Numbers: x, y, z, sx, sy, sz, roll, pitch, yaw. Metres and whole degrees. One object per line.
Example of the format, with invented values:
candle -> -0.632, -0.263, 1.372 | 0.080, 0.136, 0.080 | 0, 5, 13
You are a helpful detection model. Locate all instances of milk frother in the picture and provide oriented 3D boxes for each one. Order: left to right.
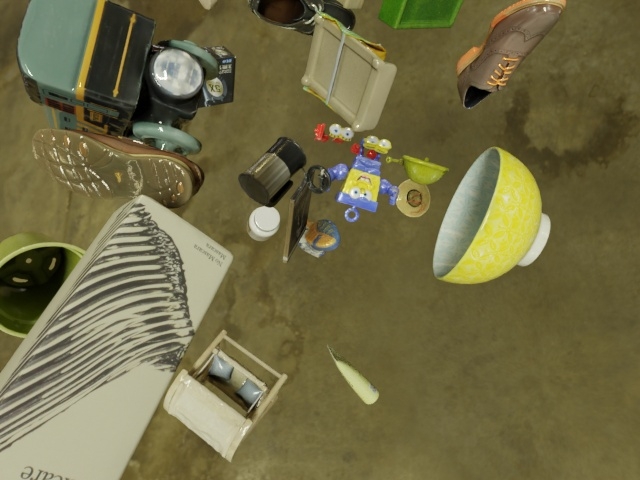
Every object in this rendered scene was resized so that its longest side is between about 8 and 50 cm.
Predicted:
milk frother -> -0.072, -0.129, 0.929 | 0.143, 0.129, 0.134 | 17, 56, 38

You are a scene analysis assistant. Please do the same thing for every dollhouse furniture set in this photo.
dollhouse furniture set -> 0.103, -0.379, 0.803 | 0.197, 0.151, 0.301 | 49, 144, 25

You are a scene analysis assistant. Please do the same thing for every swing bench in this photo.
swing bench -> -0.280, 0.454, 1.288 | 0.253, 0.254, 0.165 | 31, 133, 13

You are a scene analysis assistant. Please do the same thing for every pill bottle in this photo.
pill bottle -> -0.241, -0.075, 1.851 | 0.131, 0.229, 0.131 | 2, 82, -14

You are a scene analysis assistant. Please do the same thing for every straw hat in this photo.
straw hat -> 0.355, -0.156, 1.620 | 0.145, 0.061, 0.144 | 2, 93, 37

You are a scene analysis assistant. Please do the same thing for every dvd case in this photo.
dvd case -> -0.061, -0.068, 1.199 | 0.018, 0.221, 0.164 | 17, 42, 8

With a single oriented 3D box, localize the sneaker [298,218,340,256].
sneaker -> 0.000, 0.000, 1.555 | 0.112, 0.131, 0.296 | -44, 27, -14

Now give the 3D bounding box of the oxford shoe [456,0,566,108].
oxford shoe -> 0.445, -0.434, 1.040 | 0.130, 0.364, 0.132 | 5, 83, -6

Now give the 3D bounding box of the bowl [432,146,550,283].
bowl -> 0.361, -0.028, 0.886 | 0.156, 0.289, 0.289 | 21, 83, 0

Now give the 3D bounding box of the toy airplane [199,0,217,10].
toy airplane -> -0.328, -0.722, 0.892 | 0.272, 0.384, 0.386 | -60, 20, -22

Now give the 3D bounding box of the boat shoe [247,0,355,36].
boat shoe -> -0.031, -0.466, 0.898 | 0.079, 0.233, 0.083 | -116, 36, -51

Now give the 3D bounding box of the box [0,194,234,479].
box -> -0.192, 0.104, 0.372 | 0.094, 0.113, 0.275 | -13, 48, 48

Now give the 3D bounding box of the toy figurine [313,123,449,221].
toy figurine -> 0.130, -0.147, 1.164 | 0.363, 0.191, 0.217 | 16, 91, -10

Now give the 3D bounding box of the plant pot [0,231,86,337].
plant pot -> -0.803, 0.094, 1.232 | 0.254, 0.276, 0.276 | 26, 87, 42

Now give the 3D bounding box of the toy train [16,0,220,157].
toy train -> -0.253, -0.179, 0.546 | 0.334, 0.190, 0.142 | 4, 80, 61

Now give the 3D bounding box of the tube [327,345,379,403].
tube -> 0.101, 0.436, 1.409 | 0.070, 0.240, 0.062 | -16, 32, 42

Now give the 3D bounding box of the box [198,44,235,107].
box -> -0.345, -0.471, 1.259 | 0.077, 0.180, 0.147 | 47, 142, 28

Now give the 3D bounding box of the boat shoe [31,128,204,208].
boat shoe -> -0.209, -0.078, 0.458 | 0.178, 0.060, 0.064 | 14, 113, 4
